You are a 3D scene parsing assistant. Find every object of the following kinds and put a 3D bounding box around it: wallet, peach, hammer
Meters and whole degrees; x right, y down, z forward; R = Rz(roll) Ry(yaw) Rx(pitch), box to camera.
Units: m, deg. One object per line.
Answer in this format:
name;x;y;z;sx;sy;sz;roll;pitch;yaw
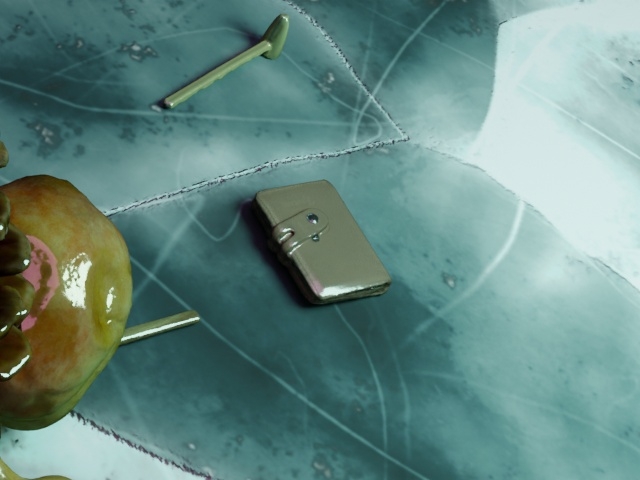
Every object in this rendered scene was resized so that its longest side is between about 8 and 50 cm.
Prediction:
wallet;0.000;0.000;2.020;0.118;0.039;0.153;-13;60;-35
peach;-0.278;0.052;1.718;0.214;0.214;0.236;29;72;0
hammer;-0.105;-0.200;2.132;0.028;0.060;0.195;43;52;13
hammer;-0.196;0.098;1.858;0.182;0.017;0.062;-14;60;-35

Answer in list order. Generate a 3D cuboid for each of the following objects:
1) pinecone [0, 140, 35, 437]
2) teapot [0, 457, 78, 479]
pinecone;-0.406;0.017;1.414;0.397;0.398;0.398;13;48;-15
teapot;-0.206;0.291;1.585;0.311;0.167;0.203;44;47;13
